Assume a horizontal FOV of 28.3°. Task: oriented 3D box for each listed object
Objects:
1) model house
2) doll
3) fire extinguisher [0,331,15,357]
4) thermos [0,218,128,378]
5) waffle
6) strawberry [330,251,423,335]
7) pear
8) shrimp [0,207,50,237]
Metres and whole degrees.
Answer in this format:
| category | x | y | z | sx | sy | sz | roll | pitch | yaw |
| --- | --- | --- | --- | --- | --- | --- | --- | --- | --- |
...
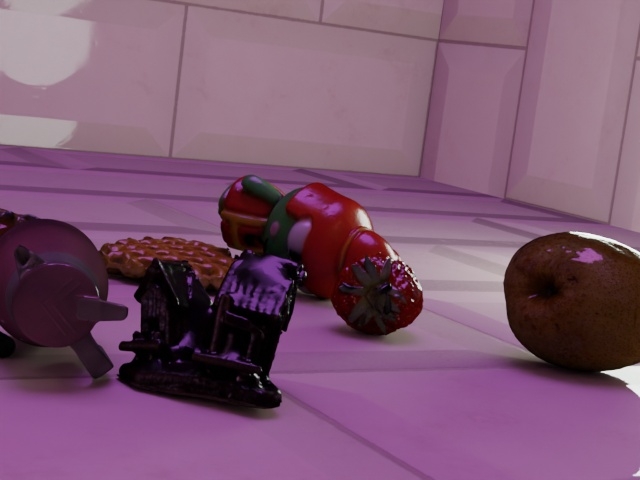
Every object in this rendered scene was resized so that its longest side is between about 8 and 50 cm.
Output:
| category | x | y | z | sx | sy | sz | roll | pitch | yaw |
| --- | --- | --- | --- | --- | --- | --- | --- | --- | --- |
| model house | -0.121 | 0.088 | 1.409 | 0.203 | 0.164 | 0.141 | 7 | 3 | 13 |
| doll | -0.001 | 0.000 | 2.051 | 0.363 | 0.183 | 0.160 | 26 | 47 | 33 |
| fire extinguisher | -0.382 | 0.111 | 1.470 | 0.038 | 0.025 | 0.083 | 49 | -18 | -31 |
| thermos | -0.298 | 0.068 | 1.437 | 0.146 | 0.176 | 0.265 | -36 | 14 | -10 |
| waffle | -0.222 | 0.038 | 2.065 | 0.291 | 0.051 | 0.291 | 6 | 10 | -1 |
| strawberry | 0.087 | 0.075 | 1.831 | 0.131 | 0.131 | 0.148 | 10 | 16 | 18 |
| pear | 0.361 | 0.085 | 1.753 | 0.211 | 0.188 | 0.228 | 4 | 10 | -40 |
| shrimp | -0.517 | 0.003 | 1.872 | 0.317 | 0.077 | 0.168 | 3 | 33 | 18 |
